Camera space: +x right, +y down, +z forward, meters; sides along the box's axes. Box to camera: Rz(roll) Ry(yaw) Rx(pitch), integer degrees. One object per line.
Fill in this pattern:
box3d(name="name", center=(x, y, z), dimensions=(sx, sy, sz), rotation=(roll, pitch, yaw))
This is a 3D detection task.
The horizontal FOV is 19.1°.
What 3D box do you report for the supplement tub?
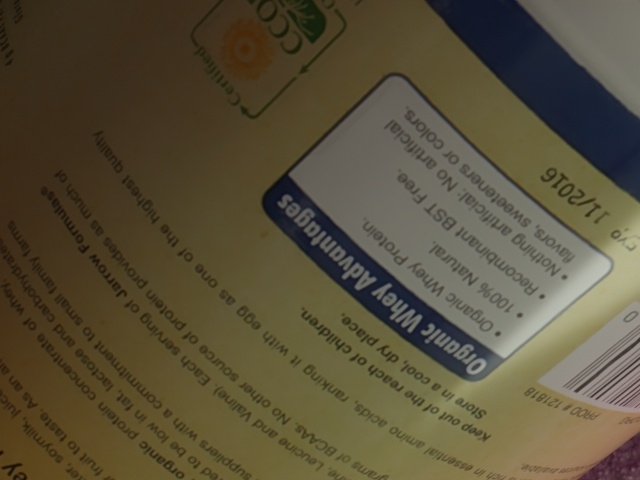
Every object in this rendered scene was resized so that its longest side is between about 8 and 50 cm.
box3d(name="supplement tub", center=(-0.008, -0.010, 0.558), dimensions=(0.316, 0.228, 0.228), rotation=(-42, 167, 25))
